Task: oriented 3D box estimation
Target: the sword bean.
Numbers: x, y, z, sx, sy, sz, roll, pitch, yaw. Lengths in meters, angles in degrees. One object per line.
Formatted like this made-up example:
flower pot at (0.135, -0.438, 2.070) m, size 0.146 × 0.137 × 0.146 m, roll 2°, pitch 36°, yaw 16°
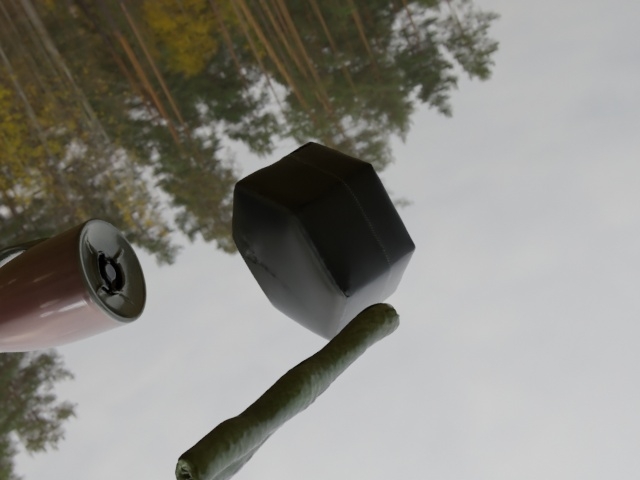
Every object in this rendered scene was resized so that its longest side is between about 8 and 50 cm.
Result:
sword bean at (-0.017, 0.118, 0.669) m, size 0.043 × 0.038 × 0.269 m, roll -35°, pitch 179°, yaw 44°

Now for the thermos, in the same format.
thermos at (-0.387, 0.072, 1.132) m, size 0.265 × 0.146 × 0.176 m, roll -20°, pitch -126°, yaw 17°

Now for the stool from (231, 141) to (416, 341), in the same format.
stool at (0.000, 0.000, 1.053) m, size 0.141 × 0.232 × 0.232 m, roll -33°, pitch -159°, yaw -28°
